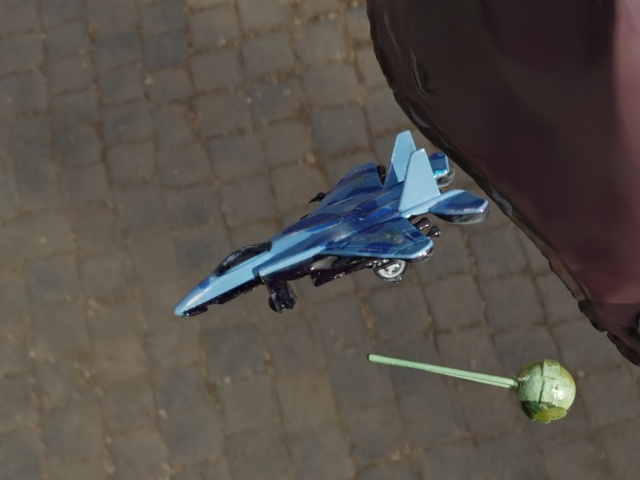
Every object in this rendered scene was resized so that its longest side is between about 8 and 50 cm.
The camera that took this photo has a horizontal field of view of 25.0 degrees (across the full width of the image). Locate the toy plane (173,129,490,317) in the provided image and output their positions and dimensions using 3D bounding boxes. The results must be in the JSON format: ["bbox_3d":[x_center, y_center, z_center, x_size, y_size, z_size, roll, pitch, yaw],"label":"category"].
[{"bbox_3d":[0.003,0.006,1.107,0.246,0.078,0.169,-33,29,1],"label":"toy plane"}]

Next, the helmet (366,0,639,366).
[{"bbox_3d":[0.188,-0.089,0.480,0.338,0.197,0.271,41,71,-6],"label":"helmet"}]

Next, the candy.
[{"bbox_3d":[0.143,0.130,1.369,0.202,0.061,0.061,10,60,-4],"label":"candy"}]
